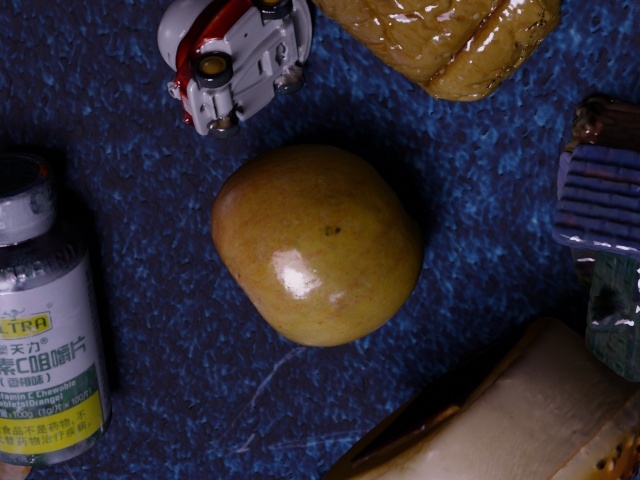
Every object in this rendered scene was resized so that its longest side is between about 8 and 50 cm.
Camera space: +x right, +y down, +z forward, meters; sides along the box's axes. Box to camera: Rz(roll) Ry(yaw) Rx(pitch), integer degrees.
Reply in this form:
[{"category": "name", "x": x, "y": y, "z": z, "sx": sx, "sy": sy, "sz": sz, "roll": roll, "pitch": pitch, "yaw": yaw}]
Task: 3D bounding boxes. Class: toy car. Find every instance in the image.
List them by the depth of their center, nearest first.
[{"category": "toy car", "x": -0.086, "y": -0.163, "z": 1.405, "sx": 0.112, "sy": 0.139, "sz": 0.112, "roll": 32, "pitch": 152, "yaw": 27}]

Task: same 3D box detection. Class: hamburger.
[{"category": "hamburger", "x": 0.085, "y": -0.206, "z": 1.299, "sx": 0.206, "sy": 0.130, "sz": 0.183, "roll": 39, "pitch": 130, "yaw": -5}, {"category": "hamburger", "x": 0.145, "y": 0.200, "z": 1.425, "sx": 0.300, "sy": 0.300, "sz": 0.176, "roll": -37, "pitch": 88, "yaw": 36}]

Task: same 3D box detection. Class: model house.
[{"category": "model house", "x": 0.257, "y": 0.007, "z": 1.320, "sx": 0.166, "sy": 0.172, "sz": 0.183, "roll": 9, "pitch": 123, "yaw": 18}]

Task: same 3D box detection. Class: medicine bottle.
[{"category": "medicine bottle", "x": -0.286, "y": 0.064, "z": 1.620, "sx": 0.141, "sy": 0.141, "sz": 0.293, "roll": 8, "pitch": 121, "yaw": 20}]

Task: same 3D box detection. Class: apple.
[{"category": "apple", "x": 0.000, "y": 0.000, "z": 1.439, "sx": 0.155, "sy": 0.182, "sz": 0.182, "roll": -35, "pitch": 102, "yaw": 6}]

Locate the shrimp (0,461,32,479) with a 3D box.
[{"category": "shrimp", "x": -0.431, "y": 0.151, "z": 1.791, "sx": 0.317, "sy": 0.062, "sz": 0.164, "roll": 43, "pitch": 123, "yaw": -10}]
